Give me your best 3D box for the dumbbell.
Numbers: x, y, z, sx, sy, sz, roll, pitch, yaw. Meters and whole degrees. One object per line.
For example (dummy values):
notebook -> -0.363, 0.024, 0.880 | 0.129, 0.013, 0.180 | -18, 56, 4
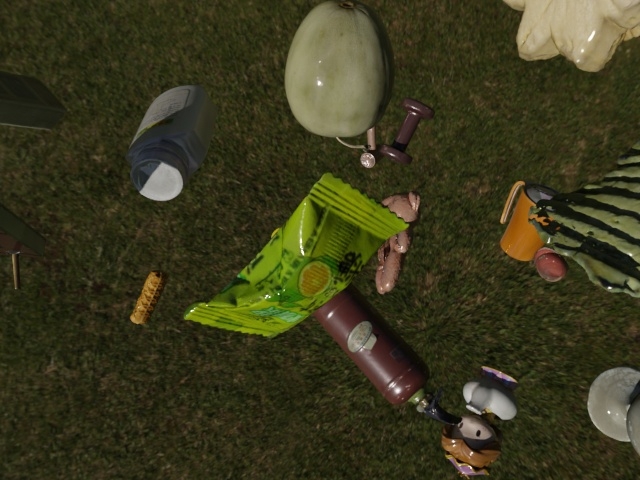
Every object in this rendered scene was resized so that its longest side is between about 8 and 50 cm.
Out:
dumbbell -> 0.311, -0.394, 1.850 | 0.124, 0.140, 0.225 | 25, 100, -3

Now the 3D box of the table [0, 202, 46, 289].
table -> -0.578, 0.015, 0.874 | 0.121, 0.240, 0.111 | 5, 76, -11

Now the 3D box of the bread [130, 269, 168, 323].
bread -> -0.455, 0.150, 1.359 | 0.044, 0.052, 0.157 | 28, 93, 39

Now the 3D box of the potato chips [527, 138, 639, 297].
potato chips -> 0.634, -0.057, 1.019 | 0.373, 0.097, 0.389 | -29, 33, 11

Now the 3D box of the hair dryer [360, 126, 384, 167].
hair dryer -> 0.201, -0.381, 1.951 | 0.064, 0.117, 0.182 | 12, 125, 27

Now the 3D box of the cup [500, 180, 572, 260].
cup -> 0.738, -0.078, 1.806 | 0.182, 0.264, 0.226 | -7, 44, -28

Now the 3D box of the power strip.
power strip -> -0.466, -0.203, 0.707 | 0.052, 0.272, 0.078 | -43, 88, 12

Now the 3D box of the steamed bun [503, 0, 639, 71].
steamed bun -> 0.375, -0.370, 0.675 | 0.137, 0.292, 0.295 | -7, 90, -25

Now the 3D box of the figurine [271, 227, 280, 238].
figurine -> -0.004, -0.001, 0.928 | 0.178, 0.129, 0.109 | -39, 67, 38

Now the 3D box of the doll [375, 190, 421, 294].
doll -> 0.188, -0.004, 1.472 | 0.156, 0.201, 0.303 | 22, 71, -10

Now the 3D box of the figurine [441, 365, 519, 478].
figurine -> 0.395, 0.453, 1.259 | 0.142, 0.189, 0.263 | 12, 67, 46

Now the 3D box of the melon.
melon -> 0.044, -0.377, 1.159 | 0.271, 0.272, 0.308 | 24, 108, 15

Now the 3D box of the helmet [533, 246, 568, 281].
helmet -> 0.523, 0.061, 1.166 | 0.084, 0.049, 0.065 | 46, 131, 2

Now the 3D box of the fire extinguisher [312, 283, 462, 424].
fire extinguisher -> 0.123, 0.212, 0.956 | 0.102, 0.138, 0.344 | -32, 66, -27

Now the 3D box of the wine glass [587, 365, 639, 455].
wine glass -> 0.458, 0.241, 0.675 | 0.126, 0.241, 0.126 | -1, 84, 5

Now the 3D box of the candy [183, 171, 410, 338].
candy -> -0.026, 0.036, 0.583 | 0.246, 0.149, 0.069 | -46, 47, 15

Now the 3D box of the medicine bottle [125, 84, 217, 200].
medicine bottle -> -0.343, -0.230, 1.175 | 0.179, 0.124, 0.324 | -17, 38, 12
